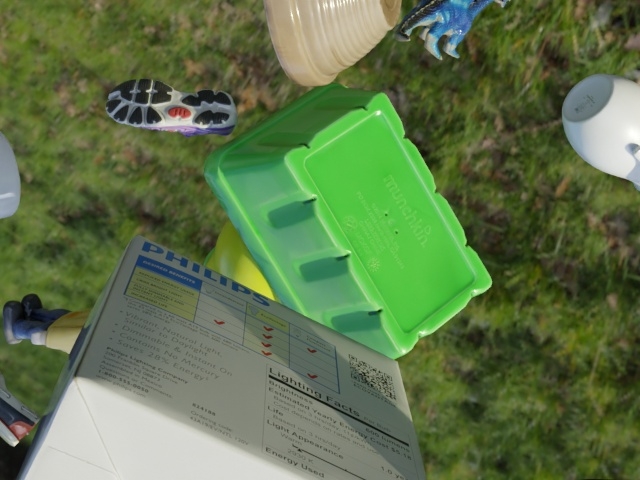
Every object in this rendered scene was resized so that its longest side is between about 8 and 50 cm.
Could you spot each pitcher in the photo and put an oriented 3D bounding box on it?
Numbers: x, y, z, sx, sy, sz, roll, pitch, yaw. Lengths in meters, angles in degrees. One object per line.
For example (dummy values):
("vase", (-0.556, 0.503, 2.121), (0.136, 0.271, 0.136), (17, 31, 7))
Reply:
("pitcher", (0.443, -0.130, 1.431), (0.207, 0.177, 0.125), (36, 107, -31))

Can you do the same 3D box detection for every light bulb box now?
("light bulb box", (-0.101, 0.215, 1.035), (0.358, 0.361, 0.225), (27, 106, -11))

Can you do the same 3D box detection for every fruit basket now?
("fruit basket", (0.000, 0.000, 1.396), (0.392, 0.283, 0.392), (43, 154, 26))

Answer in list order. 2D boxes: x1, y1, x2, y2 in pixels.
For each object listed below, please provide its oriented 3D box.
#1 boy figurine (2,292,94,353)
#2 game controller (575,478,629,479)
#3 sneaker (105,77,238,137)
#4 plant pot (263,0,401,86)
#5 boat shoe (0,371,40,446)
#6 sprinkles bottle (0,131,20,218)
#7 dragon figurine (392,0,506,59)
("boy figurine", (-0.424, 0.149, 1.783), (0.285, 0.177, 0.092), (0, 101, 30))
("game controller", (0.266, 0.365, 0.884), (0.167, 0.319, 0.067), (2, -174, -5))
("sneaker", (-0.191, -0.158, 1.310), (0.170, 0.068, 0.071), (10, 158, 2))
("plant pot", (0.024, -0.290, 1.120), (0.110, 0.237, 0.237), (-1, 138, 18))
("boat shoe", (-0.354, 0.158, 1.087), (0.049, 0.043, 0.137), (1, 130, 54))
("sprinkles bottle", (-0.558, -0.056, 1.253), (0.121, 0.355, 0.121), (22, 119, 48))
("dragon figurine", (0.179, -0.336, 1.427), (0.085, 0.289, 0.144), (37, 114, 22))
